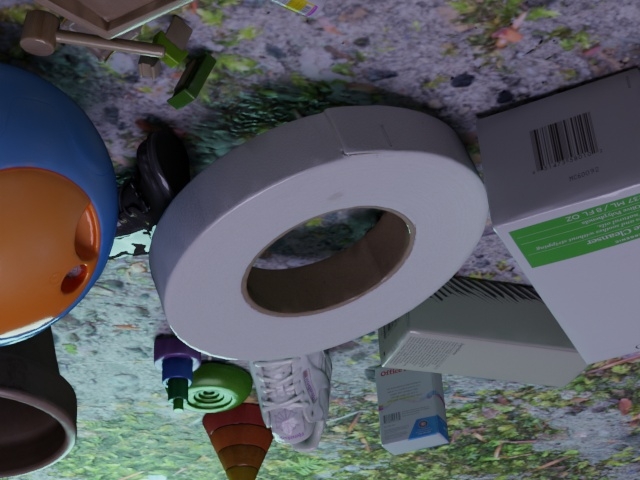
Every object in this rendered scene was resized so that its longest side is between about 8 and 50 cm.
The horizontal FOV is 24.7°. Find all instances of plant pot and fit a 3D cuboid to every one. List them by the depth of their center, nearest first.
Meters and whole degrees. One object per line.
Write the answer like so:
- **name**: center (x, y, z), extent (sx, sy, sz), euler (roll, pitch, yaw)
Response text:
- **plant pot**: center (-0.424, 0.137, 1.784), extent (0.263, 0.229, 0.263), euler (-2, 149, -1)

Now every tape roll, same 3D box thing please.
- **tape roll**: center (0.000, 0.000, 1.650), extent (0.392, 0.072, 0.392), euler (-16, 147, -11)

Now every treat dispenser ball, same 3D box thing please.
- **treat dispenser ball**: center (-0.345, -0.035, 1.456), extent (0.288, 0.288, 0.288), euler (-2, 148, -1)

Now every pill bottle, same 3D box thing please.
- **pill bottle**: center (-0.036, -0.243, 1.376), extent (0.083, 0.043, 0.043), euler (19, 142, -31)

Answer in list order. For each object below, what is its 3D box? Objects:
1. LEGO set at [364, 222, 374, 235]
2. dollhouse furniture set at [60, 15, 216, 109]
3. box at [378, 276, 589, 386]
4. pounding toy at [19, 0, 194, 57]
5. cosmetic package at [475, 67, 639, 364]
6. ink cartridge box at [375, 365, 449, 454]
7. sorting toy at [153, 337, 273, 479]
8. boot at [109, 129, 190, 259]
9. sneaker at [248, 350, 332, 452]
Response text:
- **LEGO set**: center (0.079, -0.005, 1.800), extent (0.054, 0.023, 0.083), euler (-5, 162, 8)
- **dollhouse furniture set**: center (-0.176, -0.201, 1.453), extent (0.152, 0.058, 0.076), euler (38, 140, -22)
- **box**: center (0.221, 0.119, 1.939), extent (0.275, 0.094, 0.113), euler (8, 147, -18)
- **pounding toy**: center (-0.200, -0.242, 1.328), extent (0.206, 0.094, 0.181), euler (-16, 152, 37)
- **cosmetic package**: center (0.331, -0.016, 1.673), extent (0.197, 0.155, 0.365), euler (-18, 144, 19)
- **ink cartridge box**: center (0.131, 0.235, 2.093), extent (0.089, 0.122, 0.052), euler (-16, 150, 20)
- **sorting toy**: center (-0.153, 0.268, 2.119), extent (0.127, 0.126, 0.365), euler (-10, 148, 12)
- **boot**: center (-0.255, -0.027, 1.665), extent (0.229, 0.091, 0.263), euler (-5, 150, 2)
- **sneaker**: center (-0.036, 0.180, 1.961), extent (0.114, 0.152, 0.305), euler (-7, 147, 10)
